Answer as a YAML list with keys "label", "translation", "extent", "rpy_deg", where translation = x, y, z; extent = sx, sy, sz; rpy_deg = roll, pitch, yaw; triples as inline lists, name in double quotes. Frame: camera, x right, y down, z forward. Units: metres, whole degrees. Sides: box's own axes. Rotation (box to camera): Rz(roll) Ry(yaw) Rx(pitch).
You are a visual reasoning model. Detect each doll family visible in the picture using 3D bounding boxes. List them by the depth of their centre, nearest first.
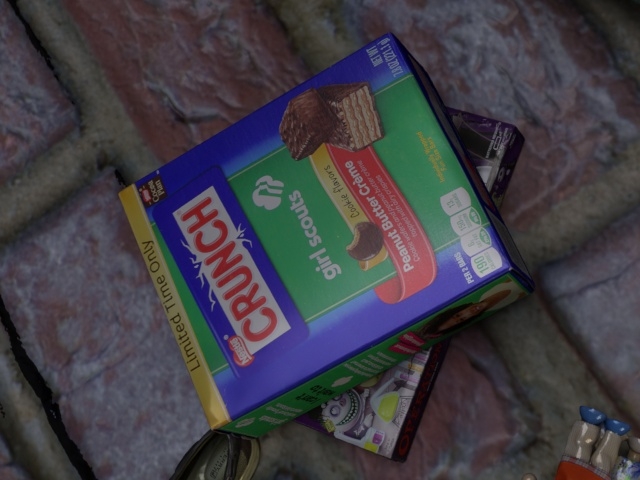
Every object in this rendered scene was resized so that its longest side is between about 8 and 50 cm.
- label: "doll family"
  translation: [0.294, 0.266, 1.335]
  extent: [0.263, 0.118, 0.163]
  rpy_deg: [21, 77, 6]

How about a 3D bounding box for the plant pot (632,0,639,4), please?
- label: "plant pot"
  translation: [0.268, -0.382, 1.406]
  extent: [0.334, 0.341, 0.341]
  rpy_deg: [33, 89, 17]

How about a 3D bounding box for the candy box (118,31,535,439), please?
- label: "candy box"
  translation: [0.000, 0.000, 1.448]
  extent: [0.317, 0.122, 0.268]
  rpy_deg: [-30, 68, 12]

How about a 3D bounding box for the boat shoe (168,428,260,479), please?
- label: "boat shoe"
  translation: [-0.135, 0.277, 1.498]
  extent: [0.080, 0.073, 0.224]
  rpy_deg: [25, 85, 25]

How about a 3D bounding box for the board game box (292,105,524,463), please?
- label: "board game box"
  translation: [0.047, 0.023, 1.516]
  extent: [0.208, 0.056, 0.347]
  rpy_deg: [17, 82, 28]
